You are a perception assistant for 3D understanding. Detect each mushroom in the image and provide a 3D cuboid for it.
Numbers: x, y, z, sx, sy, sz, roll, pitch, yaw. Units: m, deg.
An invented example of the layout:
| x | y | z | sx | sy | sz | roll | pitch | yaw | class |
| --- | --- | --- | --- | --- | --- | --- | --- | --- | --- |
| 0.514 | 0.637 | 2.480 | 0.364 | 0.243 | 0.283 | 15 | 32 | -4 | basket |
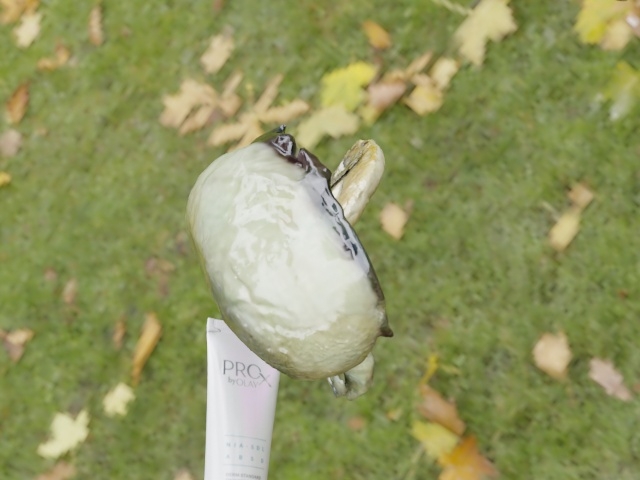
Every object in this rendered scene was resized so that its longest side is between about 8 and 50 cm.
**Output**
| x | y | z | sx | sy | sz | roll | pitch | yaw | class |
| --- | --- | --- | --- | --- | --- | --- | --- | --- | --- |
| -0.032 | 0.033 | 1.280 | 0.130 | 0.248 | 0.344 | -18 | 10 | -3 | mushroom |

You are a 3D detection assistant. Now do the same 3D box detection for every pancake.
| x | y | z | sx | sy | sz | roll | pitch | yaw | class |
| --- | --- | --- | --- | --- | --- | --- | --- | --- | --- |
| -0.001 | 0.000 | 1.796 | 0.282 | 0.049 | 0.282 | -61 | 4 | 7 | pancake |

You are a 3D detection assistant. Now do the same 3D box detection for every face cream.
| x | y | z | sx | sy | sz | roll | pitch | yaw | class |
| --- | --- | --- | --- | --- | --- | --- | --- | --- | --- |
| -0.081 | 0.203 | 1.543 | 0.058 | 0.092 | 0.244 | -20 | 63 | 58 | face cream |
